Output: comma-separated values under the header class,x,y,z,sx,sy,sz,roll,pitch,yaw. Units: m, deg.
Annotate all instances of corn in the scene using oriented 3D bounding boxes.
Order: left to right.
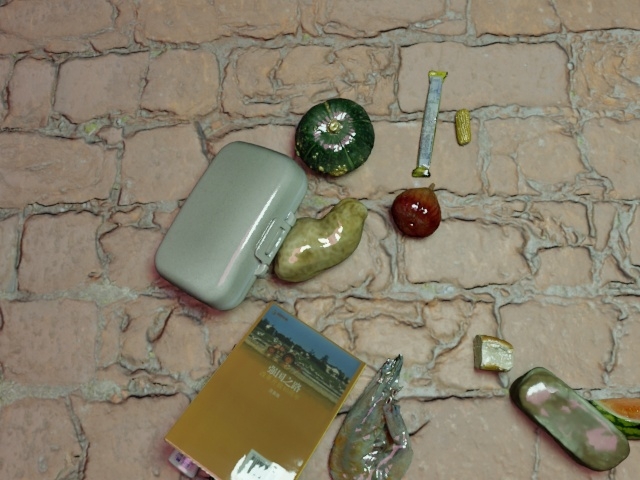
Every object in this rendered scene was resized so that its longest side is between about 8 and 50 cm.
class,x,y,z,sx,sy,sz,roll,pitch,yaw
corn,0.349,-0.278,1.298,0.037,0.037,0.093,-4,78,3

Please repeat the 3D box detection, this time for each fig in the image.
class,x,y,z,sx,sy,sz,roll,pitch,yaw
fig,0.240,-0.074,1.221,0.152,0.119,0.119,-29,75,-19

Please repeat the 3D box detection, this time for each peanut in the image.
class,x,y,z,sx,sy,sz,roll,pitch,yaw
peanut,0.000,0.000,1.208,0.253,0.122,0.137,-26,94,-4

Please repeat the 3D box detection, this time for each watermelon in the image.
class,x,y,z,sx,sy,sz,roll,pitch,yaw
watermelon,0.658,0.372,1.098,0.163,0.069,0.087,-3,77,1

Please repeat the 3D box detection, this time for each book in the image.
class,x,y,z,sx,sy,sz,roll,pitch,yaw
book,-0.103,0.333,1.110,0.262,0.028,0.374,32,57,11

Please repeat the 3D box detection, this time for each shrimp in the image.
class,x,y,z,sx,sy,sz,roll,pitch,yaw
shrimp,0.133,0.402,1.134,0.164,0.062,0.317,25,83,5

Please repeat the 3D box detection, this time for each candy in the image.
class,x,y,z,sx,sy,sz,roll,pitch,yaw
candy,0.506,0.366,1.091,0.102,0.104,0.234,-45,78,-5

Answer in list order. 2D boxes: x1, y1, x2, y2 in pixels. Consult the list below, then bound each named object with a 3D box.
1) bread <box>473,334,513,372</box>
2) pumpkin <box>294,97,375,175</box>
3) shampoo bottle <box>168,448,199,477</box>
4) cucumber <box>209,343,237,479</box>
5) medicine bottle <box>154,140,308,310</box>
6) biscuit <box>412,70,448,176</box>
class,x,y,z,sx,sy,sz,roll,pitch,yaw
bread,0.371,0.244,1.143,0.070,0.083,0.077,5,76,2
pumpkin,0.034,-0.243,1.255,0.190,0.146,0.191,1,93,19
shampoo bottle,-0.275,0.453,1.156,0.072,0.043,0.099,33,80,10
cucumber,-0.190,0.379,1.154,0.071,0.072,0.301,3,73,5
medicine bottle,-0.204,-0.042,1.203,0.282,0.123,0.375,23,77,33
biscuit,0.271,-0.293,1.312,0.048,0.026,0.292,9,76,10
